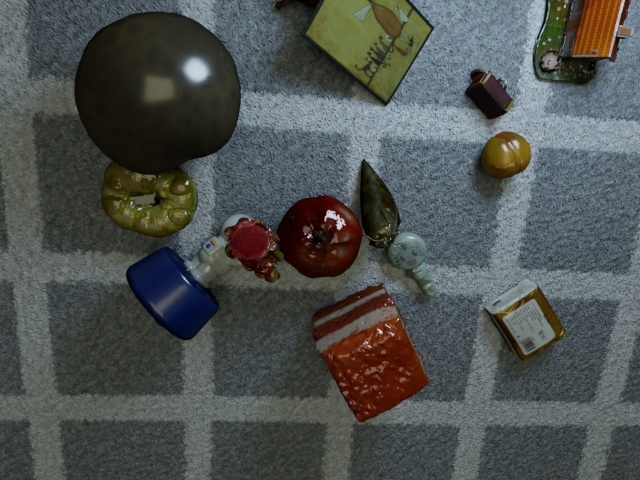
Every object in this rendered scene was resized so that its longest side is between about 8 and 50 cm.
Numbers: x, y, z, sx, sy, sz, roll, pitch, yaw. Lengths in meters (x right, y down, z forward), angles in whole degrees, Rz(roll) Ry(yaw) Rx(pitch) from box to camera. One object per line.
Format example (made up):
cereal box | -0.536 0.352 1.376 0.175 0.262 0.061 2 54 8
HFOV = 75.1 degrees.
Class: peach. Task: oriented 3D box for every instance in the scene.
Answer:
peach | 0.551 -0.257 1.247 0.138 0.138 0.138 -1 103 -4

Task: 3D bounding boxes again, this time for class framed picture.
framed picture | 0.139 -0.566 1.126 0.339 0.014 0.255 26 100 -35

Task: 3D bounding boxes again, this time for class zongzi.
zongzi | 0.150 -0.106 1.195 0.111 0.247 0.241 -22 102 18

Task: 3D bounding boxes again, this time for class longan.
longan | -0.396 -0.363 1.037 0.405 0.336 0.404 -1 100 -4

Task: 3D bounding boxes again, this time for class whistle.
whistle | 0.298 0.071 1.337 0.126 0.067 0.258 -29 108 16

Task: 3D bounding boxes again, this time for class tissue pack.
tissue pack | 0.689 0.268 1.399 0.183 0.092 0.226 -35 102 4

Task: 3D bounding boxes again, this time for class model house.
model house | 0.752 -0.609 1.168 0.207 0.154 0.293 4 103 -7

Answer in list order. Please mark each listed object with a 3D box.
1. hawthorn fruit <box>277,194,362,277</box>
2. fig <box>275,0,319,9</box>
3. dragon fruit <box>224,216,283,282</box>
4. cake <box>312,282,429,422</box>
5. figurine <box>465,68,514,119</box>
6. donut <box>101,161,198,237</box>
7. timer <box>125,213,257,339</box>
hawthorn fruit | 0.000 0.000 1.174 0.254 0.300 0.254 -1 100 -4
fig | -0.013 -0.685 1.087 0.202 0.148 0.149 -21 138 -12
dragon fruit | -0.168 0.034 1.125 0.133 0.150 0.207 -28 118 6
cake | 0.147 0.328 1.252 0.270 0.319 0.269 -27 102 3
figurine | 0.505 -0.448 1.229 0.154 0.082 0.098 45 82 -12
donut | -0.485 -0.122 1.194 0.262 0.128 0.208 17 102 -8
timer | -0.323 0.071 1.214 0.384 0.270 0.270 -39 103 -9
